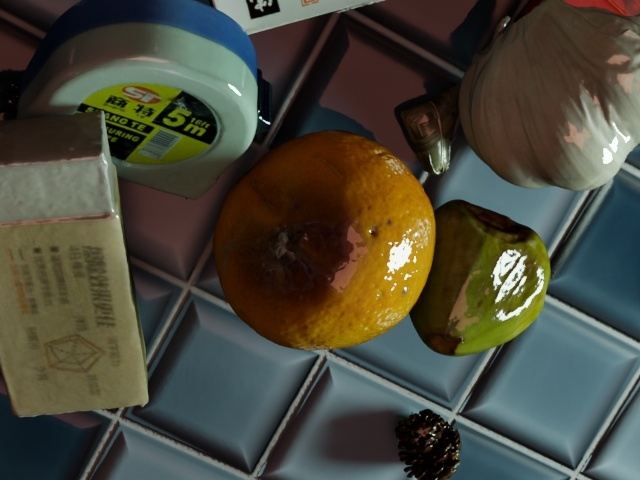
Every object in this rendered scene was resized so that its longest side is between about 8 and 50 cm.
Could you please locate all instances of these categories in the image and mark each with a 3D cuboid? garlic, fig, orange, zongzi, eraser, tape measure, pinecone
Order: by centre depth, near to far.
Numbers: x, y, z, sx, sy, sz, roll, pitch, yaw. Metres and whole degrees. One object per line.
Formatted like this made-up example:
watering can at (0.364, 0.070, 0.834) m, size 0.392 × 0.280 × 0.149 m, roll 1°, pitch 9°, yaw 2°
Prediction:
tape measure at (-0.219, -0.150, 1.095) m, size 0.351 × 0.097 × 0.215 m, roll 15°, pitch 146°, yaw -30°
eraser at (-0.250, 0.033, 1.157) m, size 0.144 × 0.078 × 0.343 m, roll -5°, pitch 135°, yaw -6°
garlic at (0.227, -0.122, 1.179) m, size 0.178 × 0.229 × 0.142 m, roll 44°, pitch 52°, yaw -23°
orange at (0.000, 0.000, 1.194) m, size 0.224 × 0.170 × 0.224 m, roll 0°, pitch 90°, yaw 21°
fig at (0.156, 0.048, 1.257) m, size 0.144 × 0.154 × 0.165 m, roll 20°, pitch 62°, yaw 25°
zongzi at (0.132, -0.117, 1.270) m, size 0.083 × 0.040 × 0.076 m, roll -31°, pitch 114°, yaw -16°
pinecone at (0.117, 0.227, 1.337) m, size 0.077 × 0.077 × 0.083 m, roll -39°, pitch 88°, yaw 4°

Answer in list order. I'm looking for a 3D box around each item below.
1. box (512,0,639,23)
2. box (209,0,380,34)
box at (0.330, -0.265, 1.233) m, size 0.153 × 0.074 × 0.239 m, roll 37°, pitch 99°, yaw -18°
box at (0.030, -0.398, 1.047) m, size 0.345 × 0.122 × 0.385 m, roll -16°, pitch 135°, yaw -3°
